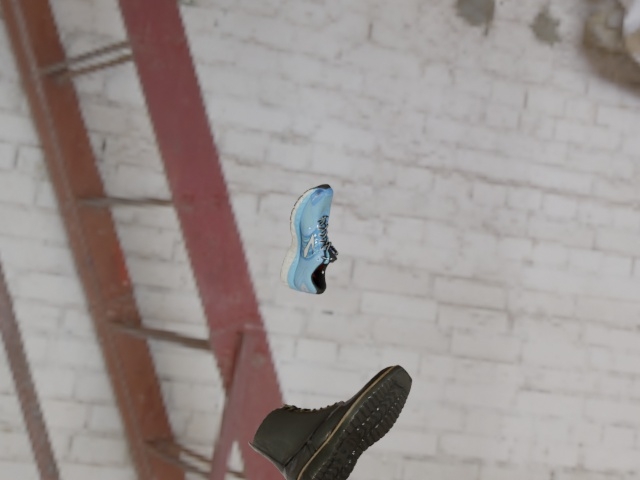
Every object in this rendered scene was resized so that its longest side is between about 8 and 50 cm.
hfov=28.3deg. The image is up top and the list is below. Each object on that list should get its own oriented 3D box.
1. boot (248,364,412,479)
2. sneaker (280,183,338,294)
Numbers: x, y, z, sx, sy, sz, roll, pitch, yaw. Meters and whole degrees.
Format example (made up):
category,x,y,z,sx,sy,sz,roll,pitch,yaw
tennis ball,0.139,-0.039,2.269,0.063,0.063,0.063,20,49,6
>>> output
category,x,y,z,sx,sy,sz,roll,pitch,yaw
boot,0.007,0.212,1.573,0.137,0.198,0.077,29,160,44
sneaker,0.000,0.000,1.716,0.073,0.162,0.063,26,-152,31
